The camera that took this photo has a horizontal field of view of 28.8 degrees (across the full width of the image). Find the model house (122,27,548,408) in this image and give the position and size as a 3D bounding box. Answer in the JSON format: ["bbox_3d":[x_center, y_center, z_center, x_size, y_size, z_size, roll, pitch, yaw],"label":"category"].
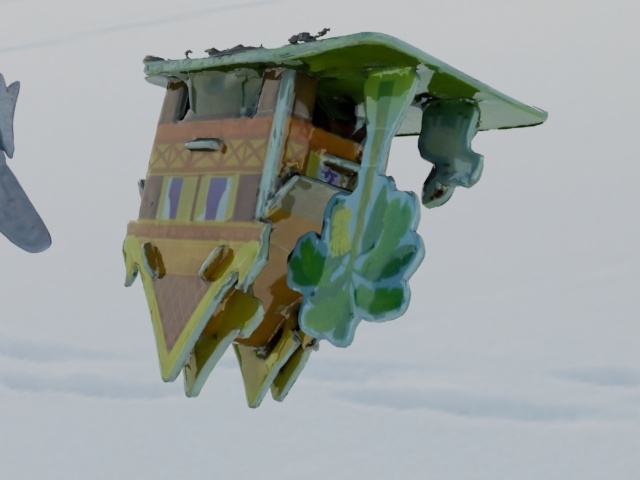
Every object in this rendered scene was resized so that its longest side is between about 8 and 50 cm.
[{"bbox_3d":[0.000,0.000,1.104,0.242,0.313,0.358,15,-9,-43],"label":"model house"}]

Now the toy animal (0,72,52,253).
[{"bbox_3d":[-0.289,-0.071,0.883,0.176,0.255,0.239,-11,-14,34],"label":"toy animal"}]
